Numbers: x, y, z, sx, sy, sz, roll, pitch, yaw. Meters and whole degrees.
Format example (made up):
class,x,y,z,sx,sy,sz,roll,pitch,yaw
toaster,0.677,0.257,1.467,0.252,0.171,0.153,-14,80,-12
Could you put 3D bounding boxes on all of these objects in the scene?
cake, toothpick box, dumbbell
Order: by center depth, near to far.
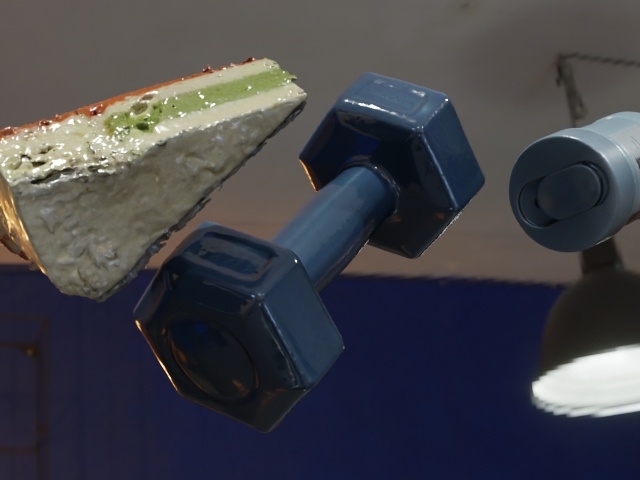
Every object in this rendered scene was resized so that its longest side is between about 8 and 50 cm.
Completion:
class,x,y,z,sx,sy,sz,roll,pitch,yaw
cake,-0.115,-0.038,0.897,0.220,0.086,0.117,-20,-54,-24
dumbbell,0.000,0.000,1.041,0.144,0.325,0.160,-11,-65,43
toothpick box,0.242,-0.053,1.142,0.101,0.101,0.153,-26,-4,37
